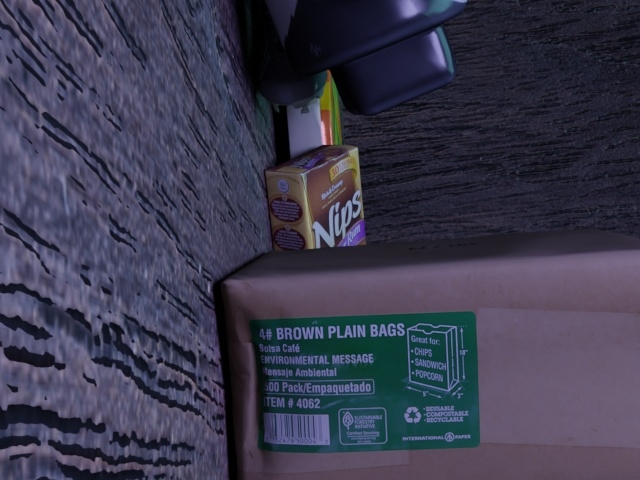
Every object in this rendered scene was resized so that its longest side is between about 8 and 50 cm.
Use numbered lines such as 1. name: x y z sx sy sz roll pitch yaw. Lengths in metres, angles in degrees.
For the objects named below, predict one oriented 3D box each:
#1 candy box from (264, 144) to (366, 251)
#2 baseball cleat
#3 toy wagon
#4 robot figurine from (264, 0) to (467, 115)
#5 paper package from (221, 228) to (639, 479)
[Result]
1. candy box: 0.000 0.000 0.991 0.109 0.053 0.187 -31 120 -49
2. baseball cleat: -0.040 -0.210 0.937 0.206 0.072 0.110 -105 180 -59
3. toy wagon: -0.012 -0.172 1.177 0.267 0.068 0.345 81 7 -49
4. robot figurine: 0.022 -0.252 0.811 0.173 0.209 0.278 -32 105 -41
5. paper package: 0.103 0.085 0.757 0.309 0.324 0.168 -34 120 -86
